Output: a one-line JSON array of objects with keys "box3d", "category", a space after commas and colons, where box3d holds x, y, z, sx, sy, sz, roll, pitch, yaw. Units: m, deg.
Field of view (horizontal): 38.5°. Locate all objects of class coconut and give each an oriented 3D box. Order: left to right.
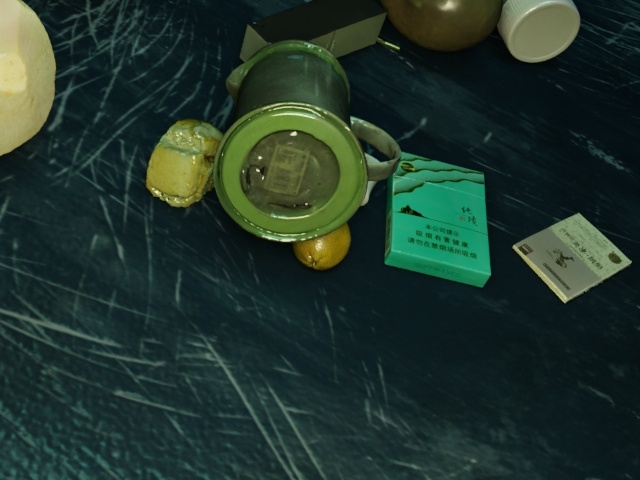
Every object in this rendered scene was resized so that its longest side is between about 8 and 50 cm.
[{"box3d": [-0.462, -0.230, 1.248, 0.197, 0.236, 0.237, -23, 61, -39], "category": "coconut"}]

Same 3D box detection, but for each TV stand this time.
[{"box3d": [-0.010, -0.369, 1.637, 0.270, 0.082, 0.088, -30, 68, -34], "category": "TV stand"}]

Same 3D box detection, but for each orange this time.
[{"box3d": [0.000, 0.000, 1.316, 0.085, 0.085, 0.095, 22, 52, -1], "category": "orange"}]

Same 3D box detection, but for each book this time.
[{"box3d": [0.412, 0.024, 1.495, 0.182, 0.014, 0.127, -22, 60, -35], "category": "book"}]

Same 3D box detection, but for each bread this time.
[{"box3d": [-0.185, -0.134, 1.353, 0.103, 0.110, 0.156, 24, 43, 11], "category": "bread"}]

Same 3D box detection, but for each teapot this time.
[{"box3d": [-0.014, -0.157, 1.331, 0.271, 0.200, 0.337, 12, 28, -8], "category": "teapot"}]

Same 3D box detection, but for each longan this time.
[{"box3d": [0.233, -0.468, 1.734, 0.246, 0.215, 0.246, -4, 33, 2], "category": "longan"}]

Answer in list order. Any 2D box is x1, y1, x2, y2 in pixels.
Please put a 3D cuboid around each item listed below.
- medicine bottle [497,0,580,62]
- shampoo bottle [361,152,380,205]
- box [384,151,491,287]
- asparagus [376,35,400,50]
[{"box3d": [0.413, -0.508, 1.875, 0.165, 0.165, 0.273, 3, 50, -18], "category": "medicine bottle"}, {"box3d": [0.053, -0.096, 1.449, 0.072, 0.043, 0.099, 27, 46, 4], "category": "shampoo bottle"}, {"box3d": [0.183, -0.038, 1.446, 0.161, 0.042, 0.226, 15, 47, -9], "category": "box"}, {"box3d": [0.079, -0.401, 1.756, 0.163, 0.016, 0.016, 27, 72, 5], "category": "asparagus"}]
